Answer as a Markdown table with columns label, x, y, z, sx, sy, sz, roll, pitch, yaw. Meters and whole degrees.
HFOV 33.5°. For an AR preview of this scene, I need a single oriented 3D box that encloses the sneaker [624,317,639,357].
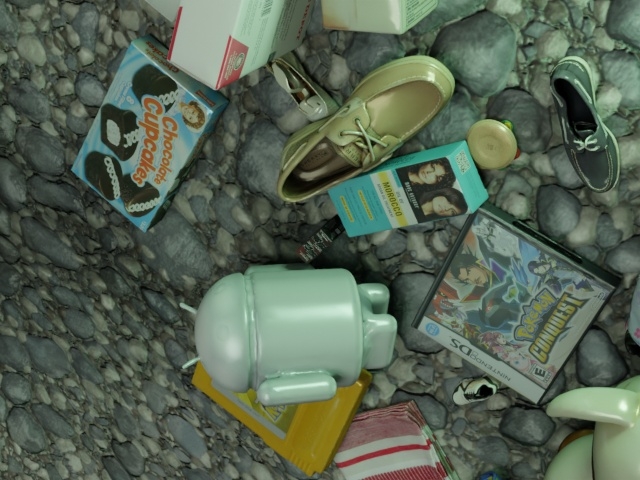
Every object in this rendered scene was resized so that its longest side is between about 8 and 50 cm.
| label | x | y | z | sx | sy | sz | roll | pitch | yaw |
| --- | --- | --- | --- | --- | --- | --- | --- | --- | --- |
| sneaker | 0.530 | 0.180 | 1.580 | 0.178 | 0.077 | 0.072 | 23 | 127 | 17 |

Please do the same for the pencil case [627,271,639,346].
| label | x | y | z | sx | sy | sz | roll | pitch | yaw |
| --- | --- | --- | --- | --- | --- | --- | --- | --- | --- |
| pencil case | 0.514 | 0.034 | 1.480 | 0.124 | 0.113 | 0.273 | 49 | 142 | 46 |

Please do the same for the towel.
| label | x | y | z | sx | sy | sz | roll | pitch | yaw |
| --- | --- | --- | --- | --- | --- | --- | --- | --- | --- |
| towel | 0.153 | 0.461 | 1.990 | 0.237 | 0.037 | 0.329 | -22 | 104 | 38 |

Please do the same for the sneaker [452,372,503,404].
| label | x | y | z | sx | sy | sz | roll | pitch | yaw |
| --- | --- | --- | --- | --- | --- | --- | --- | --- | --- |
| sneaker | 0.262 | 0.255 | 1.804 | 0.040 | 0.044 | 0.109 | 49 | 131 | -5 |

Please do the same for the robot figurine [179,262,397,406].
| label | x | y | z | sx | sy | sz | roll | pitch | yaw |
| --- | --- | --- | --- | --- | --- | --- | --- | --- | --- |
| robot figurine | -0.055 | 0.150 | 1.769 | 0.353 | 0.300 | 0.200 | -2 | 130 | -8 |

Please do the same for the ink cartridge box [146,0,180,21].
| label | x | y | z | sx | sy | sz | roll | pitch | yaw |
| --- | --- | --- | --- | --- | --- | --- | --- | --- | --- |
| ink cartridge box | -0.278 | -0.536 | 1.661 | 0.296 | 0.066 | 0.261 | 40 | 130 | 5 |

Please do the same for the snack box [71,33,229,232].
| label | x | y | z | sx | sy | sz | roll | pitch | yaw |
| --- | --- | --- | --- | --- | --- | --- | --- | --- | --- |
| snack box | -0.307 | -0.183 | 1.880 | 0.187 | 0.060 | 0.322 | 40 | 129 | 5 |

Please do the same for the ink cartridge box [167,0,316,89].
| label | x | y | z | sx | sy | sz | roll | pitch | yaw |
| --- | --- | --- | --- | --- | --- | --- | --- | --- | --- |
| ink cartridge box | -0.102 | -0.346 | 1.554 | 0.100 | 0.237 | 0.172 | 32 | 128 | 15 |

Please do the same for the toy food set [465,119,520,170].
| label | x | y | z | sx | sy | sz | roll | pitch | yaw |
| --- | --- | --- | --- | --- | --- | --- | --- | --- | --- |
| toy food set | 0.258 | -0.143 | 1.594 | 0.082 | 0.020 | 0.083 | 4 | 118 | 28 |

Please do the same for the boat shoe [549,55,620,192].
| label | x | y | z | sx | sy | sz | roll | pitch | yaw |
| --- | --- | --- | --- | --- | --- | --- | --- | --- | --- |
| boat shoe | 0.365 | -0.153 | 1.496 | 0.075 | 0.065 | 0.206 | -8 | 112 | 34 |

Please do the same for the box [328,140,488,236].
| label | x | y | z | sx | sy | sz | roll | pitch | yaw |
| --- | --- | --- | --- | --- | --- | --- | --- | --- | --- |
| box | 0.133 | -0.077 | 1.667 | 0.244 | 0.060 | 0.101 | -12 | 110 | 41 |

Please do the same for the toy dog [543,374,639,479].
| label | x | y | z | sx | sy | sz | roll | pitch | yaw |
| --- | --- | --- | --- | --- | --- | --- | --- | --- | --- |
| toy dog | 0.477 | 0.367 | 1.564 | 0.395 | 0.285 | 0.408 | 11 | 150 | -10 |

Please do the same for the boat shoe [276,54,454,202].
| label | x | y | z | sx | sy | sz | roll | pitch | yaw |
| --- | --- | --- | --- | --- | --- | --- | --- | --- | --- |
| boat shoe | 0.065 | -0.157 | 1.623 | 0.121 | 0.110 | 0.341 | 40 | 132 | -20 |

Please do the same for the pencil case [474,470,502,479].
| label | x | y | z | sx | sy | sz | roll | pitch | yaw |
| --- | --- | --- | --- | --- | --- | --- | --- | --- | --- |
| pencil case | 0.372 | 0.535 | 1.845 | 0.306 | 0.119 | 0.133 | 39 | 158 | 5 |

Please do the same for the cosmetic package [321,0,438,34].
| label | x | y | z | sx | sy | sz | roll | pitch | yaw |
| --- | --- | --- | --- | --- | --- | --- | --- | --- | --- |
| cosmetic package | 0.076 | -0.447 | 1.446 | 0.129 | 0.153 | 0.296 | 10 | 120 | 25 |

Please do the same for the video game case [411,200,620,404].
| label | x | y | z | sx | sy | sz | roll | pitch | yaw |
| --- | --- | --- | --- | --- | --- | --- | --- | --- | --- |
| video game case | 0.302 | 0.103 | 1.698 | 0.248 | 0.035 | 0.275 | 32 | 128 | 12 |

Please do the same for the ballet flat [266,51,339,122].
| label | x | y | z | sx | sy | sz | roll | pitch | yaw |
| --- | --- | --- | --- | --- | --- | --- | --- | --- | --- |
| ballet flat | -0.030 | -0.233 | 1.693 | 0.168 | 0.052 | 0.057 | 49 | 130 | -3 |

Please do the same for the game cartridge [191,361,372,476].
| label | x | y | z | sx | sy | sz | roll | pitch | yaw |
| --- | --- | --- | --- | --- | --- | --- | --- | --- | --- |
| game cartridge | -0.082 | 0.260 | 1.982 | 0.323 | 0.052 | 0.285 | 36 | 129 | 19 |

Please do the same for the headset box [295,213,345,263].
| label | x | y | z | sx | sy | sz | roll | pitch | yaw |
| --- | --- | --- | --- | --- | --- | --- | --- | --- | --- |
| headset box | 0.000 | 0.000 | 1.801 | 0.032 | 0.062 | 0.083 | 49 | 130 | -1 |
